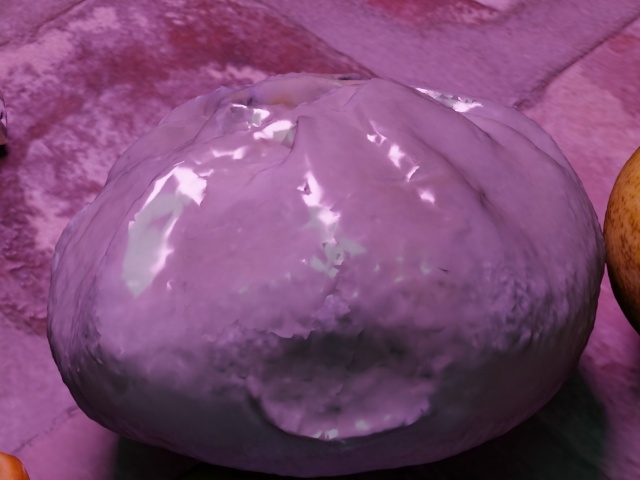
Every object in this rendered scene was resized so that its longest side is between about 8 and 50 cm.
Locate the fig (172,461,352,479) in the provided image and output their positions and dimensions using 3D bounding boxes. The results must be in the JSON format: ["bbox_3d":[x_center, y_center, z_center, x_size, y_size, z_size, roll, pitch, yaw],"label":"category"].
[{"bbox_3d":[-0.036,0.185,0.717,0.154,0.144,0.165,-12,22,49],"label":"fig"}]

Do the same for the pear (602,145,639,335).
[{"bbox_3d":[0.277,0.007,0.791,0.197,0.197,0.197,-3,47,4],"label":"pear"}]

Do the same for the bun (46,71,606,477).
[{"bbox_3d":[0.003,0.001,0.766,0.354,0.194,0.354,-4,17,1],"label":"bun"}]

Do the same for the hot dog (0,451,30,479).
[{"bbox_3d":[-0.265,0.221,0.748,0.104,0.076,0.250,22,52,10],"label":"hot dog"}]

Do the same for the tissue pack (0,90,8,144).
[{"bbox_3d":[-0.385,-0.119,1.065,0.222,0.090,0.186,-21,46,-14],"label":"tissue pack"}]
